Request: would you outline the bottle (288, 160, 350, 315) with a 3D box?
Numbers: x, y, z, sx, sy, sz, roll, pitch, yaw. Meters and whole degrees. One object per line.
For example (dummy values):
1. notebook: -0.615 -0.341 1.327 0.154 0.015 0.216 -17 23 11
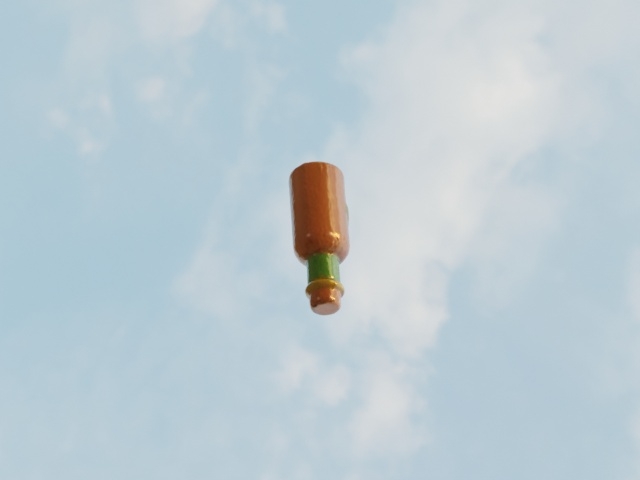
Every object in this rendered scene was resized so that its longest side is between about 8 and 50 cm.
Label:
1. bottle: 0.000 0.000 1.502 0.069 0.069 0.187 -24 -130 28
